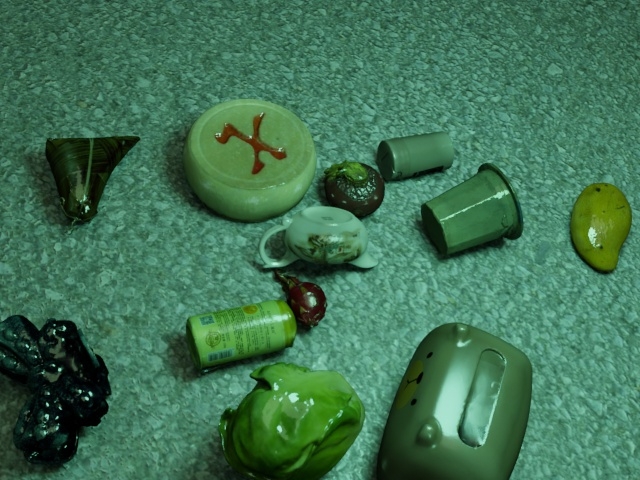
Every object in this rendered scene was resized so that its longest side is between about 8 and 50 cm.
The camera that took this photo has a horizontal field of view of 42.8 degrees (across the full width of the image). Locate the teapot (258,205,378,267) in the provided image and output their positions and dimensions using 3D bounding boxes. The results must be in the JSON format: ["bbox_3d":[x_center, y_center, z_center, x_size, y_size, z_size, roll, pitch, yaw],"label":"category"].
[{"bbox_3d":[0.000,0.000,1.958,0.298,0.139,0.204,3,22,-8],"label":"teapot"}]

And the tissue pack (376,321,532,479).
[{"bbox_3d":[0.280,0.364,1.669,0.267,0.276,0.387,25,55,4],"label":"tissue pack"}]

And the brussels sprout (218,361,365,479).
[{"bbox_3d":[-0.064,0.364,1.611,0.294,0.259,0.227,-26,64,-23],"label":"brussels sprout"}]

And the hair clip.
[{"bbox_3d":[-0.535,0.279,1.638,0.206,0.194,0.310,-22,63,-16],"label":"hair clip"}]

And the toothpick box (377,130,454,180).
[{"bbox_3d":[0.252,-0.228,2.185,0.181,0.111,0.111,-12,58,-19],"label":"toothpick box"}]

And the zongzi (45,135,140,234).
[{"bbox_3d":[-0.528,-0.154,1.998,0.241,0.111,0.247,-11,62,-25],"label":"zongzi"}]

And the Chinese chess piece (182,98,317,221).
[{"bbox_3d":[-0.179,-0.206,2.072,0.338,0.140,0.338,5,54,-7],"label":"Chinese chess piece"}]

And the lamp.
[{"bbox_3d":[0.089,-0.137,2.074,0.157,0.135,0.156,0,55,-13],"label":"lamp"}]

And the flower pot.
[{"bbox_3d":[0.370,-0.062,2.056,0.203,0.212,0.212,-24,61,-7],"label":"flower pot"}]

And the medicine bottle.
[{"bbox_3d":[-0.169,0.202,1.798,0.239,0.124,0.124,-11,58,-19],"label":"medicine bottle"}]

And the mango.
[{"bbox_3d":[0.739,-0.045,2.144,0.157,0.109,0.262,15,55,-4],"label":"mango"}]

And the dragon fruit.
[{"bbox_3d":[-0.044,0.120,1.900,0.094,0.094,0.190,-16,48,-20],"label":"dragon fruit"}]
